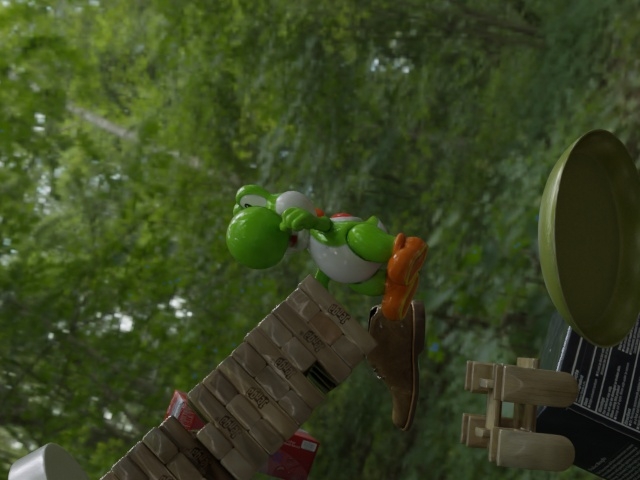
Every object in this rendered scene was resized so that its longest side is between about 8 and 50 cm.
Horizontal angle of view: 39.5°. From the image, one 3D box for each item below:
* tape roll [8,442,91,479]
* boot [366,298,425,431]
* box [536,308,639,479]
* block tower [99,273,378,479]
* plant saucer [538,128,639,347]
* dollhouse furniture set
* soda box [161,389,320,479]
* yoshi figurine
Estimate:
[{"bbox_3d":[-0.411,0.537,1.542,0.072,0.392,0.392,-29,-45,-9],"label":"tape roll"},{"bbox_3d":[0.149,0.256,1.822,0.112,0.115,0.305,-96,4,-65],"label":"boot"},{"bbox_3d":[0.535,0.253,1.553,0.182,0.294,0.296,108,-172,-54],"label":"box"},{"bbox_3d":[-0.099,0.183,0.775,0.335,0.097,0.091,-42,-7,-17],"label":"block tower"},{"bbox_3d":[0.302,-0.002,0.990,0.241,0.037,0.240,2,-93,-47],"label":"plant saucer"},{"bbox_3d":[0.281,0.275,1.148,0.212,0.161,0.242,117,159,-83],"label":"dollhouse furniture set"},{"bbox_3d":[-0.141,0.345,1.562,0.263,0.092,0.083,22,-93,-19],"label":"soda box"},{"bbox_3d":[-0.013,0.022,1.541,0.203,0.362,0.203,-68,-16,2],"label":"yoshi figurine"}]
